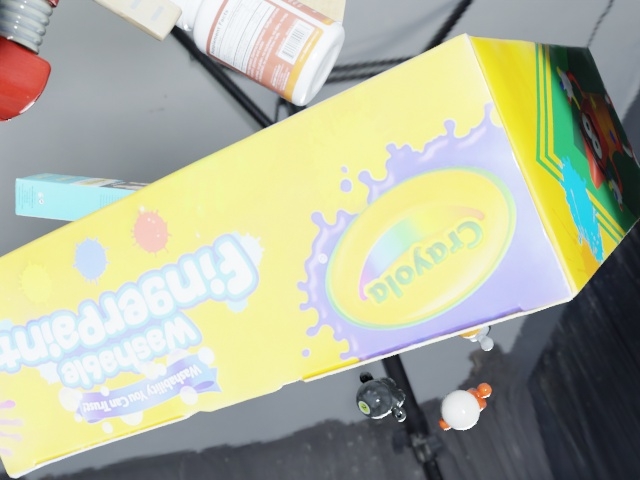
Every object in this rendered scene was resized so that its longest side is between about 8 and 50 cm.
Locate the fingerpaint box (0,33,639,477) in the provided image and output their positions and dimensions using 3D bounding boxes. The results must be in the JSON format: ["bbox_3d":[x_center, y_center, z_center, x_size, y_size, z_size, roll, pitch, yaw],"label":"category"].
[{"bbox_3d":[0.000,0.000,0.737,0.445,0.163,0.371,-22,180,28],"label":"fingerpaint box"}]

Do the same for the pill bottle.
[{"bbox_3d":[-0.087,-0.278,1.216,0.216,0.121,0.121,30,131,5],"label":"pill bottle"}]

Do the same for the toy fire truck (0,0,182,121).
[{"bbox_3d":[-0.297,-0.231,0.984,0.246,0.217,0.158,11,171,38],"label":"toy fire truck"}]

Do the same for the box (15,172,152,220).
[{"bbox_3d":[-0.355,-0.065,1.483,0.244,0.100,0.060,6,101,12],"label":"box"}]

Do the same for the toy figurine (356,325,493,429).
[{"bbox_3d":[0.168,0.191,1.472,0.213,0.209,0.148,6,177,18],"label":"toy figurine"}]

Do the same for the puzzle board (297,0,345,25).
[{"bbox_3d":[-0.008,-0.395,1.620,0.097,0.128,0.011,7,166,4],"label":"puzzle board"}]
